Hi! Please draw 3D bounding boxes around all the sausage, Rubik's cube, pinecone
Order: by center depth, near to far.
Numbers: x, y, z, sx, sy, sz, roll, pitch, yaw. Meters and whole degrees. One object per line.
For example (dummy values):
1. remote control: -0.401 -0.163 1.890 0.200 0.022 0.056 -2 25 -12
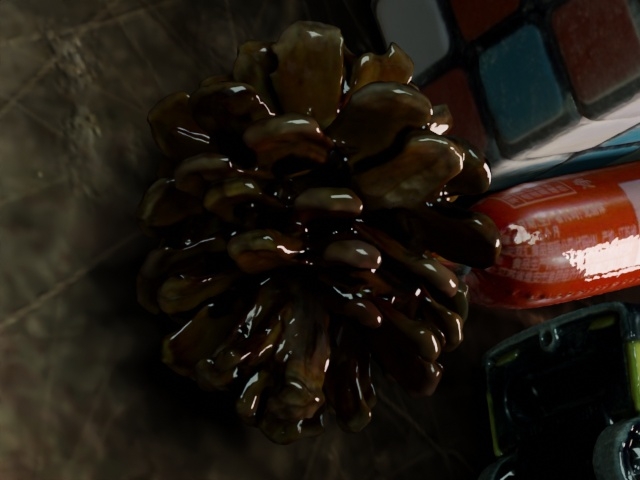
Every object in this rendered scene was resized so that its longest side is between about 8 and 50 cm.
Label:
1. pinecone: -0.002 0.000 0.826 0.179 0.150 0.195 32 59 -27
2. Rubik's cube: 0.186 -0.190 0.961 0.259 0.256 0.253 -13 80 -36
3. sausage: 0.170 -0.007 0.994 0.274 0.074 0.074 -11 79 -37

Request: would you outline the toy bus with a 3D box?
1. toy bus: 0.173 0.172 0.891 0.150 0.128 0.262 7 69 -33
